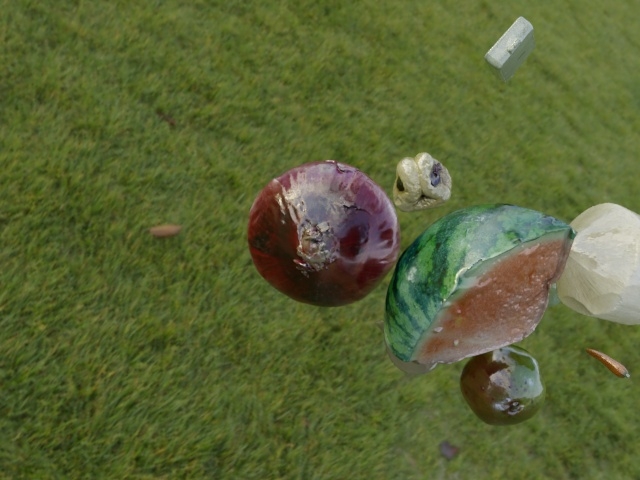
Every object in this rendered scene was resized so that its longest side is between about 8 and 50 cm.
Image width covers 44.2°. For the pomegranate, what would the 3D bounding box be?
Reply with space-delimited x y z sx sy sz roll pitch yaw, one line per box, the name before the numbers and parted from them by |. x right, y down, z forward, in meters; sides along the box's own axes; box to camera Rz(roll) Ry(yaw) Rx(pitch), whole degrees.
pomegranate | 0.376 0.286 1.653 0.180 0.180 0.210 35 17 -15

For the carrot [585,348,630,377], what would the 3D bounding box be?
carrot | 0.787 0.334 2.159 0.035 0.035 0.142 -4 33 -43

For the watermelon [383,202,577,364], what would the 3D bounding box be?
watermelon | 0.235 0.088 1.380 0.319 0.292 0.222 20 33 27

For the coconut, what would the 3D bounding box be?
coconut | 0.596 0.048 1.628 0.266 0.237 0.237 20 48 -31

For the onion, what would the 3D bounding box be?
onion | 0.000 0.000 1.731 0.347 0.347 0.285 45 16 -4

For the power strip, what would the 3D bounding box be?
power strip | 0.437 -0.431 1.801 0.046 0.118 0.270 41 13 11

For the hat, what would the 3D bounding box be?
hat | 0.226 0.219 1.710 0.166 0.144 0.173 -23 98 -11

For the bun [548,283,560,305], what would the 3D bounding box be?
bun | 0.612 0.085 2.093 0.118 0.195 0.195 5 50 -2

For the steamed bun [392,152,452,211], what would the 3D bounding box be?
steamed bun | 0.279 -0.181 2.243 0.155 0.172 0.141 63 22 -51
